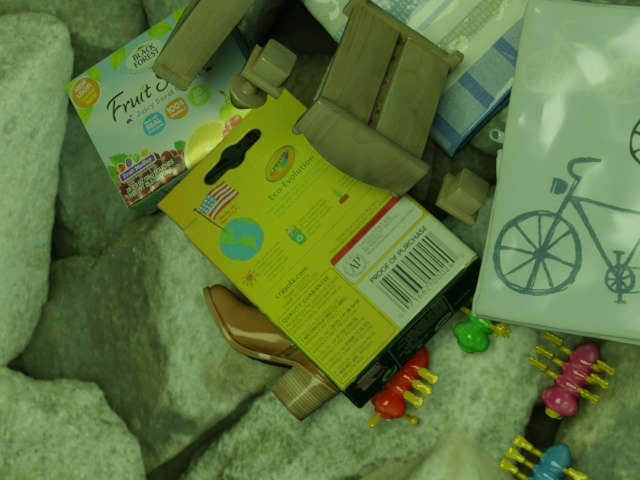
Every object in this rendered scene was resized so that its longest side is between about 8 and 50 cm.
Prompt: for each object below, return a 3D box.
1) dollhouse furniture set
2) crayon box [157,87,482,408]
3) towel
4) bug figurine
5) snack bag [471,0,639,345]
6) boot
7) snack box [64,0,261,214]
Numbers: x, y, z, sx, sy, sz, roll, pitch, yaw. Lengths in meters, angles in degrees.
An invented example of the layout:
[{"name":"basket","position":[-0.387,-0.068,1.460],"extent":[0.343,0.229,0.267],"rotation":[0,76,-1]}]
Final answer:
[{"name":"dollhouse furniture set","position":[0.022,-0.182,1.823],"extent":[0.355,0.303,0.174],"rotation":[33,136,-13]},{"name":"crayon box","position":[0.000,0.000,1.799],"extent":[0.202,0.081,0.318],"rotation":[-44,64,-3]},{"name":"towel","position":[0.124,-0.262,1.869],"extent":[0.209,0.034,0.285],"rotation":[-44,73,8]},{"name":"bug figurine","position":[0.187,0.164,1.775],"extent":[0.279,0.072,0.216],"rotation":[35,88,23]},{"name":"snack bag","position":[0.319,-0.068,1.617],"extent":[0.323,0.037,0.343],"rotation":[7,89,24]},{"name":"boot","position":[-0.024,0.084,1.857],"extent":[0.152,0.073,0.197],"rotation":[-44,76,2]},{"name":"snack box","position":[-0.166,-0.157,1.925],"extent":[0.207,0.070,0.174],"rotation":[-31,75,9]}]
